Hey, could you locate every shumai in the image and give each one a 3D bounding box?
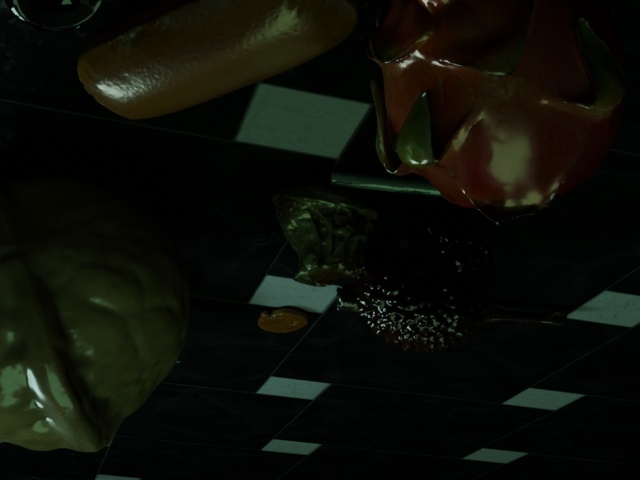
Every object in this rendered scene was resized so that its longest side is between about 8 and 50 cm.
[{"bbox_3d":[0.000,-0.001,1.205,0.146,0.116,0.145,6,164,2],"label":"shumai"}]

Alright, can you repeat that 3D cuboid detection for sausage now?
[{"bbox_3d":[-0.096,-0.176,0.867,0.274,0.105,0.105,-14,150,32],"label":"sausage"}]

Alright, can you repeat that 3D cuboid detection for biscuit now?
[{"bbox_3d":[-0.064,0.127,1.609,0.078,0.015,0.091,25,147,-36],"label":"biscuit"}]

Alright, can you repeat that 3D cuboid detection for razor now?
[{"bbox_3d":[0.116,-0.065,1.162,0.211,0.035,0.084,1,153,2],"label":"razor"}]

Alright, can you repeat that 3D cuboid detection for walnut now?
[{"bbox_3d":[-0.332,0.087,1.196,0.382,0.381,0.381,2,155,1],"label":"walnut"}]

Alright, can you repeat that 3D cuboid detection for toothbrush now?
[{"bbox_3d":[0.202,0.106,1.514,0.364,0.040,0.041,6,155,-7],"label":"toothbrush"}]

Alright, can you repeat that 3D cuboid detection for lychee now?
[{"bbox_3d":[0.130,0.057,1.261,0.188,0.188,0.188,2,155,1],"label":"lychee"}]

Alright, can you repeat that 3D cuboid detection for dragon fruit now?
[{"bbox_3d":[0.136,-0.137,0.805,0.224,0.227,0.224,-15,-172,2],"label":"dragon fruit"}]

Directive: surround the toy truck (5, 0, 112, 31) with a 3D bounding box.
[{"bbox_3d":[-0.200,-0.264,0.667,0.165,0.147,0.224,-41,137,19],"label":"toy truck"}]

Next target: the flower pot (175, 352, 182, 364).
[{"bbox_3d":[-0.314,0.118,1.505,0.103,0.108,0.229,-20,146,39],"label":"flower pot"}]
